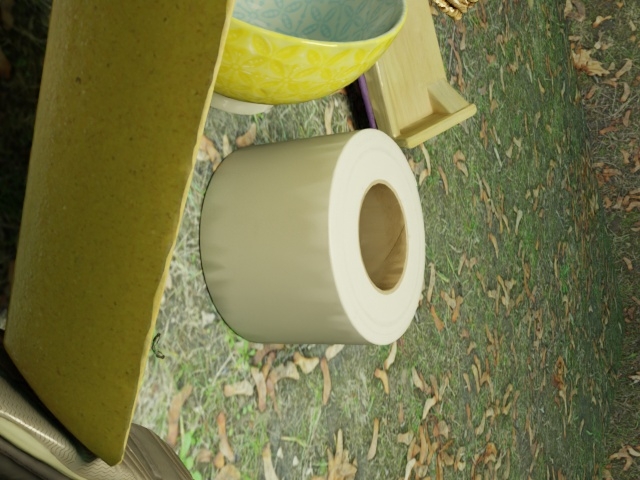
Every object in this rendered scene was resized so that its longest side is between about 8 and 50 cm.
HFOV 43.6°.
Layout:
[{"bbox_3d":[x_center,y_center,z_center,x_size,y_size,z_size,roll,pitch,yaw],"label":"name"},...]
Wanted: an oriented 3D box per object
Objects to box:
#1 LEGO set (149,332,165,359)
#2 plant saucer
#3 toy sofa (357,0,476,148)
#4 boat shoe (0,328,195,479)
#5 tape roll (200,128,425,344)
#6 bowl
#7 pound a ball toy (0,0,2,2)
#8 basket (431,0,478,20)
[{"bbox_3d":[-0.182,0.086,0.765,0.083,0.023,0.054,63,33,-12],"label":"LEGO set"},{"bbox_3d":[-0.149,-0.083,0.540,0.333,0.081,0.332,-115,-141,-57],"label":"plant saucer"},{"bbox_3d":[0.082,-0.321,1.163,0.150,0.177,0.362,-30,116,-30],"label":"toy sofa"},{"bbox_3d":[-0.196,0.185,0.585,0.130,0.132,0.355,-42,140,-9],"label":"boat shoe"},{"bbox_3d":[0.000,0.000,0.935,0.246,0.169,0.246,9,80,-58],"label":"tape roll"},{"bbox_3d":[-0.074,-0.224,0.813,0.289,0.289,0.156,-51,173,-49],"label":"bowl"},{"bbox_3d":[-0.242,-0.161,0.498,0.136,0.208,0.319,51,45,-45],"label":"pound a ball toy"},{"bbox_3d":[0.123,-0.441,0.884,0.299,0.223,0.213,28,35,-36],"label":"basket"}]
